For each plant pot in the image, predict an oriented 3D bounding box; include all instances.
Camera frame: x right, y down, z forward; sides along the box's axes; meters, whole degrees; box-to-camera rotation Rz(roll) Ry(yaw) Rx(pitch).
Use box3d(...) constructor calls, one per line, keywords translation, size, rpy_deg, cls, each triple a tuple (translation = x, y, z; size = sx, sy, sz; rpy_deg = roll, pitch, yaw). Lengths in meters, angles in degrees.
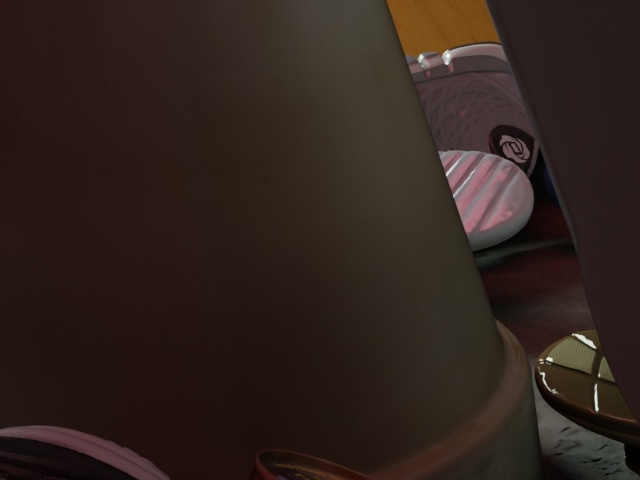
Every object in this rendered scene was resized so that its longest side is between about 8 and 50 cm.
box3d(translation=(-0.067, -0.007, 0.753), size=(0.323, 0.280, 0.323), rpy_deg=(-5, 16, 1), cls="plant pot")

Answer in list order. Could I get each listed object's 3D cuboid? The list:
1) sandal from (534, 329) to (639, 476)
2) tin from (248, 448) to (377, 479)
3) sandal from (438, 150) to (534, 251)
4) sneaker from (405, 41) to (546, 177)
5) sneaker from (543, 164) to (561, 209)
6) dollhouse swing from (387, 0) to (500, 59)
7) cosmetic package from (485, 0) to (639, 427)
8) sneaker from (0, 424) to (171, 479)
box3d(translation=(0.173, 0.092, 0.752), size=(0.180, 0.049, 0.072), rpy_deg=(22, 36, 29), cls="sandal")
box3d(translation=(0.057, 0.126, 0.560), size=(0.190, 0.040, 0.106), rpy_deg=(25, 7, 17), cls="tin")
box3d(translation=(0.000, 0.008, 1.023), size=(0.265, 0.076, 0.102), rpy_deg=(-3, 46, 13), cls="sandal")
box3d(translation=(0.055, -0.050, 1.079), size=(0.229, 0.086, 0.132), rpy_deg=(-15, 63, -22), cls="sneaker")
box3d(translation=(0.238, -0.055, 1.148), size=(0.232, 0.081, 0.090), rpy_deg=(-7, 13, -26), cls="sneaker")
box3d(translation=(-0.039, -0.068, 1.308), size=(0.347, 0.305, 0.315), rpy_deg=(-12, 60, -21), cls="dollhouse swing")
box3d(translation=(0.293, -0.087, 0.600), size=(0.327, 0.329, 0.393), rpy_deg=(-9, 28, 29), cls="cosmetic package")
box3d(translation=(-0.148, 0.136, 0.443), size=(0.366, 0.137, 0.210), rpy_deg=(4, 16, -37), cls="sneaker")
